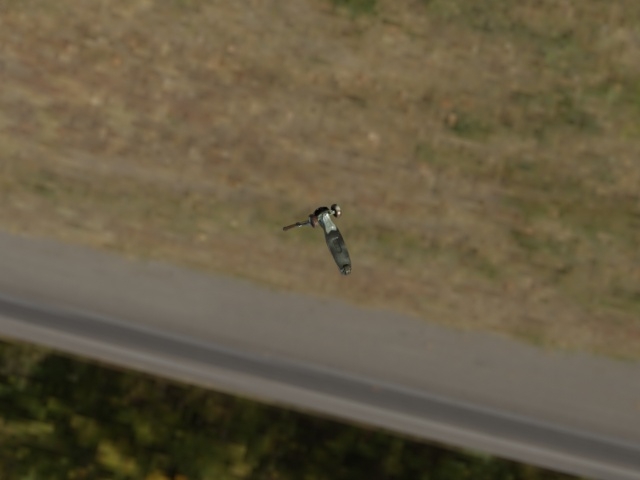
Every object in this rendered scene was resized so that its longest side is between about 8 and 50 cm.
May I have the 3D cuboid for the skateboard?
[{"bbox_3d":[0.000,0.000,1.555,0.032,0.064,0.083,-24,-171,-19],"label":"skateboard"}]
